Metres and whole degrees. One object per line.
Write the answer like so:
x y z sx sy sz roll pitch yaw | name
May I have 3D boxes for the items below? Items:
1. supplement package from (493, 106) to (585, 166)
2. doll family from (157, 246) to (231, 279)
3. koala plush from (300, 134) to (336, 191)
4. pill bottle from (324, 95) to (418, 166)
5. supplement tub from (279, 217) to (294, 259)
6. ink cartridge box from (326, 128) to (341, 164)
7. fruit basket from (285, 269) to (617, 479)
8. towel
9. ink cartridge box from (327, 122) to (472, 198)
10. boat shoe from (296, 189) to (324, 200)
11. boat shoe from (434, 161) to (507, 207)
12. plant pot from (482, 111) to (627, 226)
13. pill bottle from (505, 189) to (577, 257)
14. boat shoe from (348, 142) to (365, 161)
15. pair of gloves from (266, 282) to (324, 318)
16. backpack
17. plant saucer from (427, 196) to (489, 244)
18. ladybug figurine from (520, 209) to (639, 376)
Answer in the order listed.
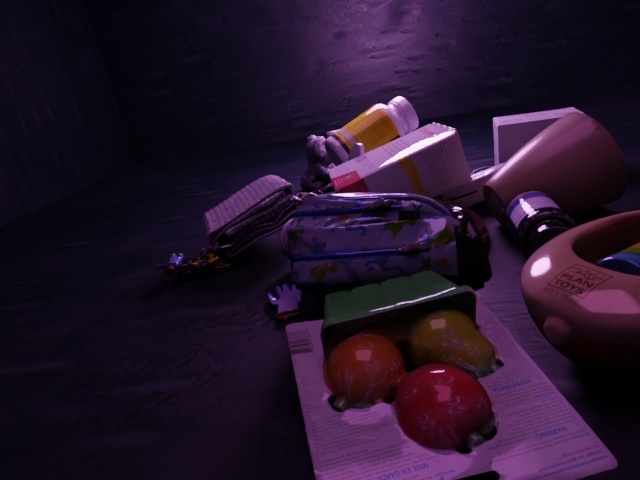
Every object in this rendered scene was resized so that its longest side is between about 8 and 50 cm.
0.738 -0.326 1.574 0.261 0.204 0.145 -4 24 16 | supplement package
-0.346 0.067 1.268 0.192 0.076 0.111 -15 25 1 | doll family
0.000 -0.325 1.897 0.203 0.222 0.196 -14 21 -8 | koala plush
0.197 -0.392 1.740 0.333 0.188 0.188 -36 24 -3 | pill bottle
0.000 0.000 1.145 0.144 0.145 0.199 -24 15 -32 | supplement tub
0.181 -0.427 2.105 0.272 0.199 0.114 -20 22 -24 | ink cartridge box
0.134 0.202 0.633 0.326 0.166 0.353 -13 37 -6 | fruit basket
-0.203 -0.073 1.377 0.283 0.121 0.235 -35 24 -6 | towel
0.235 -0.205 1.441 0.384 0.161 0.279 -25 19 6 | ink cartridge box
-0.015 -0.094 1.435 0.132 0.130 0.355 -17 22 -19 | boat shoe
0.509 -0.183 1.428 0.334 0.121 0.119 -13 25 -1 | boat shoe
0.579 -0.155 1.200 0.273 0.257 0.256 -27 21 3 | plant pot
0.497 -0.027 1.032 0.122 0.123 0.219 -5 22 13 | pill bottle
0.142 -0.246 1.636 0.070 0.220 0.078 -15 39 -22 | boat shoe
-0.022 0.121 1.036 0.198 0.023 0.159 -11 21 -5 | pair of gloves
0.110 0.014 0.919 0.355 0.274 0.290 -18 0 5 | backpack
0.303 -0.058 1.200 0.277 0.041 0.278 8 24 -3 | plant saucer
0.504 0.076 0.705 0.448 0.162 0.305 -17 22 -19 | ladybug figurine
